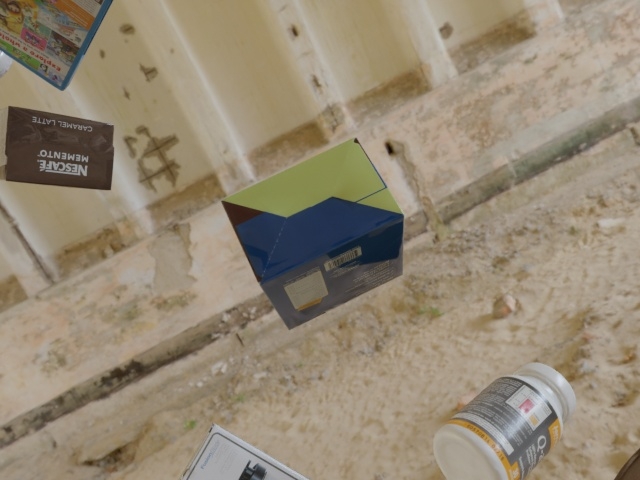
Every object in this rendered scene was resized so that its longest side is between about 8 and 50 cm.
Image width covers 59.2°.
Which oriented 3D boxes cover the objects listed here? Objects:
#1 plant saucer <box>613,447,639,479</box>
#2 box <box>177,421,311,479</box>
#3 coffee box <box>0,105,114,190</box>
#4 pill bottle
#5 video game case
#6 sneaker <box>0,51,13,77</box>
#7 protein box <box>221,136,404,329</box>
[{"bbox_3d":[0.434,0.263,0.637,0.310,0.050,0.311,-39,-16,-13],"label":"plant saucer"},{"bbox_3d":[-0.068,0.393,0.765,0.169,0.289,0.087,-61,3,-18],"label":"box"},{"bbox_3d":[-0.422,-0.133,0.850,0.141,0.098,0.246,2,5,-38],"label":"coffee box"},{"bbox_3d":[0.361,0.361,1.087,0.278,0.162,0.162,-26,8,-32],"label":"pill bottle"},{"bbox_3d":[-0.236,-0.218,0.465,0.166,0.119,0.015,-40,26,35],"label":"video game case"},{"bbox_3d":[-0.628,-0.400,0.833,0.137,0.366,0.210,-39,-5,-7],"label":"sneaker"},{"bbox_3d":[0.000,0.000,0.791,0.199,0.136,0.201,-26,-25,-4],"label":"protein box"}]
